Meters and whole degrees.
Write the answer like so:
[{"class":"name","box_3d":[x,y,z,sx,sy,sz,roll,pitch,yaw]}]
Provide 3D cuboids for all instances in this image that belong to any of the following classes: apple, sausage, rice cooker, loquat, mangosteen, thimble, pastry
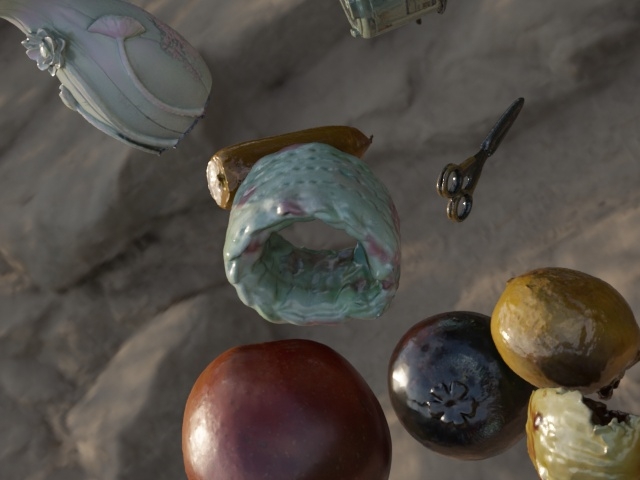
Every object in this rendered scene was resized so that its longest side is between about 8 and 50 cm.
[{"class":"apple","box_3d":[-0.036,0.213,1.110,0.218,0.218,0.201,-27,61,24]},{"class":"sausage","box_3d":[-0.033,-0.131,1.774,0.328,0.112,0.112,-16,14,-28]},{"class":"rice cooker","box_3d":[0.133,-0.525,2.015,0.227,0.280,0.241,-23,46,-1]},{"class":"loquat","box_3d":[0.383,0.139,1.653,0.193,0.238,0.238,-58,22,14]},{"class":"mangosteen","box_3d":[0.295,0.290,2.159,0.330,0.330,0.330,-30,27,18]},{"class":"thimble","box_3d":[0.000,0.000,1.201,0.185,0.211,0.149,-54,16,29]},{"class":"pastry","box_3d":[0.392,0.311,1.468,0.237,0.256,0.170,-6,61,54]}]

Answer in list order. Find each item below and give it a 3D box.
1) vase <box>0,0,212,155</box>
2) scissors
[{"class":"vase","box_3d":[-0.417,-0.364,1.936,0.250,0.445,0.250,-35,35,29]},{"class":"scissors","box_3d":[0.224,-0.121,1.427,0.017,0.088,0.220,10,51,41]}]
